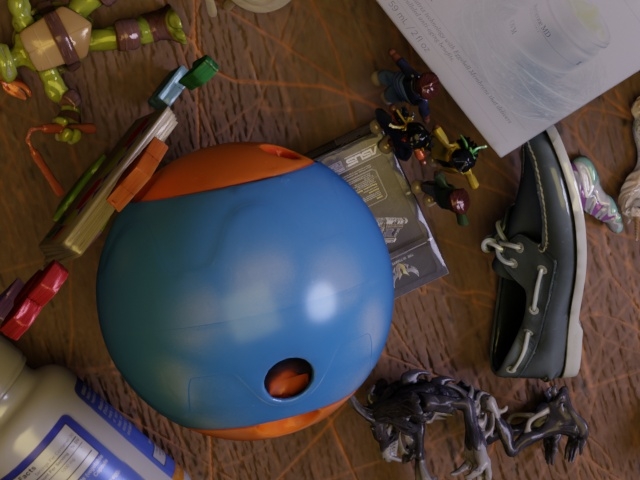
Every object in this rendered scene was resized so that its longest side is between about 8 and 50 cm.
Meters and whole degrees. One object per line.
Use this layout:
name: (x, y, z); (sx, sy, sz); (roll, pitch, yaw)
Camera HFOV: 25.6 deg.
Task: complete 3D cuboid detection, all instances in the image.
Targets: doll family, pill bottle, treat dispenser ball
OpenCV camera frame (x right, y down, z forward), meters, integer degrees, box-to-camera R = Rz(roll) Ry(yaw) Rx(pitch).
doll family: (0.110, -0.105, 1.437); (0.076, 0.111, 0.193); (-44, 108, -7)
pill bottle: (-0.284, 0.231, 1.523); (0.152, 0.152, 0.272); (-44, 105, 7)
treat dispenser ball: (-0.072, 0.048, 1.360); (0.288, 0.288, 0.288); (-2, 106, -5)

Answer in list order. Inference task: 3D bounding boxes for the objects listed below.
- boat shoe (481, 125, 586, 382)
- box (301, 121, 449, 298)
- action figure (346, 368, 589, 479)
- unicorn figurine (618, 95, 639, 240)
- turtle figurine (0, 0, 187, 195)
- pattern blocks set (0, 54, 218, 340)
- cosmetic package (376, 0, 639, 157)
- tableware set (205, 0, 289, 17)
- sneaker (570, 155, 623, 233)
boat shoe: (0.225, 0.025, 1.511); (0.099, 0.116, 0.320); (-8, 125, -2)
box: (0.000, 0.000, 1.535); (0.231, 0.056, 0.183); (-26, 107, 2)
action figure: (0.152, 0.216, 1.560); (0.275, 0.164, 0.141); (5, 85, -15)
unicorn figurine: (0.376, -0.089, 1.553); (0.111, 0.060, 0.162); (-12, 89, -4)
turtle figurine: (-0.252, -0.199, 1.437); (0.217, 0.087, 0.270); (-24, 99, -7)
pattern blocks set: (-0.211, -0.049, 1.382); (0.026, 0.285, 0.325); (39, 84, -16)
cosmetic package: (0.209, -0.247, 1.409); (0.224, 0.138, 0.224); (-34, 107, 24)
tableware set: (-0.073, -0.331, 1.442); (0.128, 0.039, 0.194); (-10, 106, 1)
sneaker: (0.288, -0.039, 1.567); (0.069, 0.038, 0.098); (-31, 97, 5)
